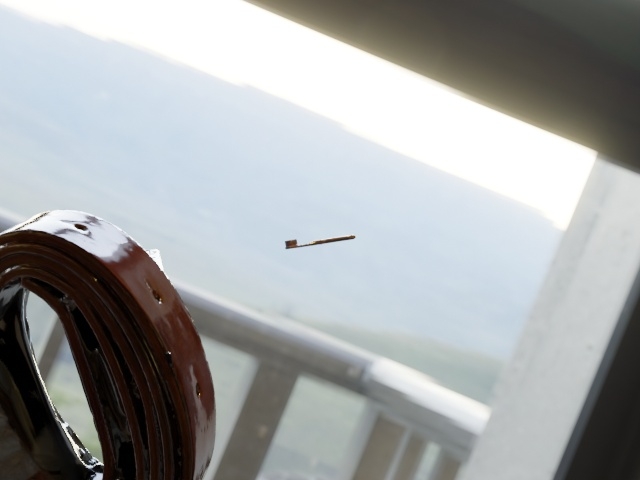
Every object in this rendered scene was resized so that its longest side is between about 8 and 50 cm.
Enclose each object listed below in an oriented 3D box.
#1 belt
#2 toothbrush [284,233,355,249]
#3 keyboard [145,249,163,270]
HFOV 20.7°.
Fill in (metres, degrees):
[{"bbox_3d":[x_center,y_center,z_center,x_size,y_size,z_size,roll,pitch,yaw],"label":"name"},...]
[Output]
[{"bbox_3d":[-0.184,0.110,1.324,0.184,0.261,0.105,-14,10,11],"label":"belt"},{"bbox_3d":[0.000,0.000,1.584,0.006,0.008,0.097,-8,0,40],"label":"toothbrush"},{"bbox_3d":[-0.211,0.032,1.972,0.067,0.011,0.202,-5,10,-7],"label":"keyboard"}]
